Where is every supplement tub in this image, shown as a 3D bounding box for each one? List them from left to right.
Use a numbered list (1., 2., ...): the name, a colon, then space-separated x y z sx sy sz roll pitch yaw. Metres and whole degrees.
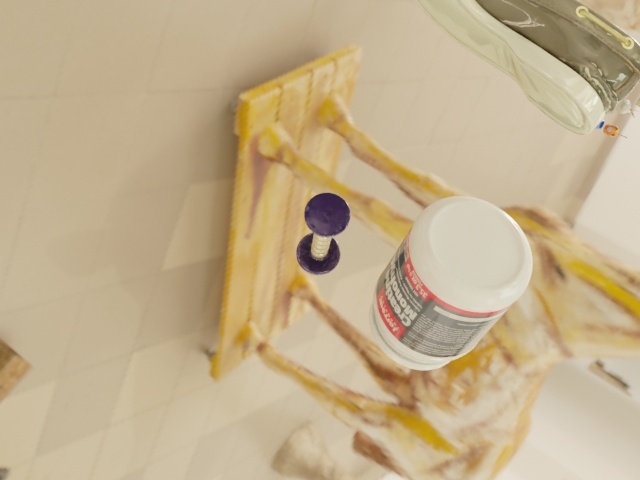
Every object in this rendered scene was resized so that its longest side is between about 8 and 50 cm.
1. supplement tub: 0.194 0.074 1.514 0.191 0.191 0.272 -40 167 -32

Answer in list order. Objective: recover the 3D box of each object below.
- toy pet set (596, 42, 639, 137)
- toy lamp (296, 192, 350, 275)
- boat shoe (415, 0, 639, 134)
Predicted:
1. toy pet set: 0.420 -0.171 1.217 0.114 0.065 0.122 13 108 -50
2. toy lamp: 0.000 0.000 1.575 0.080 0.080 0.274 -50 170 -15
3. boat shoe: 0.182 -0.227 0.945 0.091 0.305 0.109 -41 154 -3
